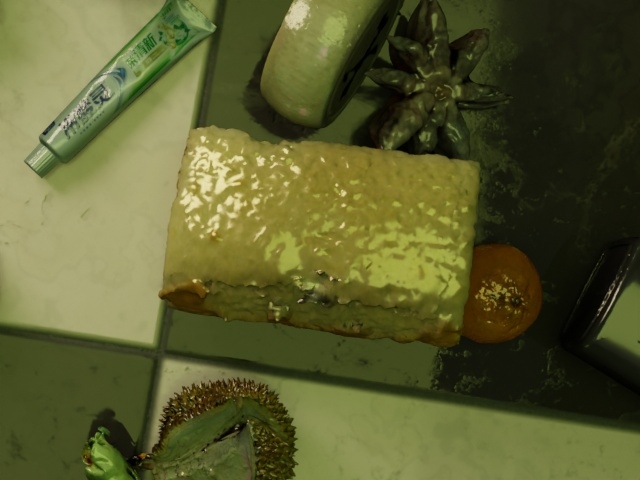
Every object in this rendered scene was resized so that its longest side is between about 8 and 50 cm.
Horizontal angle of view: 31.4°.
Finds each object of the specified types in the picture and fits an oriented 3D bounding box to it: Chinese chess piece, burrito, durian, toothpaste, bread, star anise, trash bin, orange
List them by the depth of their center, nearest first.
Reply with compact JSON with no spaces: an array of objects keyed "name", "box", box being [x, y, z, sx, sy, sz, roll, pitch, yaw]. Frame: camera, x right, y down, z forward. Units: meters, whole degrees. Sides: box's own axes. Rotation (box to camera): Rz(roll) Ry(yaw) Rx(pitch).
[{"name":"Chinese chess piece","box":[0.019,-0.250,1.395,0.092,0.238,0.237,30,87,7]},{"name":"bread","box":[0.000,0.000,1.397,0.375,0.165,0.236,9,81,7]},{"name":"durian","box":[-0.125,0.269,1.441,0.237,0.138,0.193,-6,91,34]},{"name":"burrito","box":[-0.232,0.363,1.443,0.054,0.104,0.288,-39,110,-37]},{"name":"toothpaste","box":[-0.261,-0.195,1.454,0.075,0.048,0.297,44,82,-3]},{"name":"star anise","box":[0.145,-0.189,1.471,0.236,0.093,0.229,-37,108,-24]},{"name":"orange","box":[0.224,0.068,1.486,0.136,0.117,0.135,1,81,-9]},{"name":"trash bin","box":[0.484,0.135,1.495,0.290,0.182,0.209,29,88,-2]}]
